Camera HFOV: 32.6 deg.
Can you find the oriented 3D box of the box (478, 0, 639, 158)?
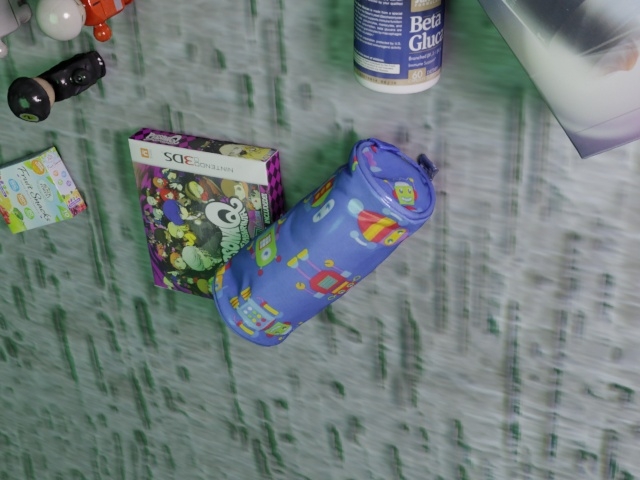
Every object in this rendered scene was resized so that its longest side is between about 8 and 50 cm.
[{"bbox_3d":[0.278,-0.259,0.881,0.294,0.183,0.296,53,149,-9],"label":"box"}]

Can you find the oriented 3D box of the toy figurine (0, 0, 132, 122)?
[{"bbox_3d":[-0.358,-0.277,1.340,0.209,0.148,0.213,39,132,4],"label":"toy figurine"}]

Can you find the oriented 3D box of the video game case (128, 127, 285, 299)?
[{"bbox_3d":[-0.141,-0.024,1.437,0.210,0.042,0.232,12,125,25],"label":"video game case"}]

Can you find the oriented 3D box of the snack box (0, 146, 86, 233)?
[{"bbox_3d":[-0.417,-0.071,1.586,0.141,0.037,0.100,-12,113,37],"label":"snack box"}]

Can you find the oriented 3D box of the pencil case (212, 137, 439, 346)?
[{"bbox_3d":[0.000,0.000,1.286,0.119,0.133,0.306,18,134,-37],"label":"pencil case"}]

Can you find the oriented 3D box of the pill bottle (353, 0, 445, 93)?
[{"bbox_3d":[0.081,-0.244,1.119,0.094,0.094,0.169,15,126,24],"label":"pill bottle"}]
